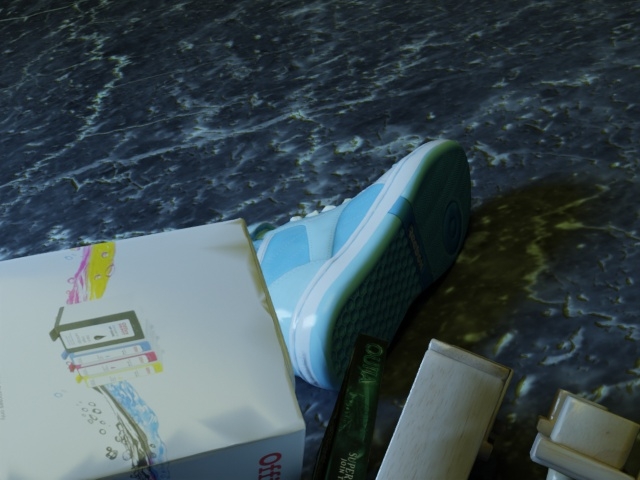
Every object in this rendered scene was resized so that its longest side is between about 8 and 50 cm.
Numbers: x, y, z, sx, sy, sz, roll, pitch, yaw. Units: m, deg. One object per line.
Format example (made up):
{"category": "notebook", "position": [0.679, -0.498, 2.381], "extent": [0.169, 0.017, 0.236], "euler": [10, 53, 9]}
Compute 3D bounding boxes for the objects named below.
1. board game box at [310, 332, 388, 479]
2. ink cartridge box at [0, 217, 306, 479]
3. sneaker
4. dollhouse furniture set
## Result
{"category": "board game box", "position": [0.009, 0.166, 0.753], "extent": [0.026, 0.126, 0.186], "euler": [17, 34, 0]}
{"category": "ink cartridge box", "position": [-0.142, 0.115, 0.734], "extent": [0.232, 0.171, 0.168], "euler": [-10, 56, -13]}
{"category": "sneaker", "position": [0.000, 0.000, 1.043], "extent": [0.208, 0.127, 0.319], "euler": [6, 35, 32]}
{"category": "dollhouse furniture set", "position": [0.200, 0.203, 0.630], "extent": [0.355, 0.174, 0.303], "euler": [22, -2, 11]}
